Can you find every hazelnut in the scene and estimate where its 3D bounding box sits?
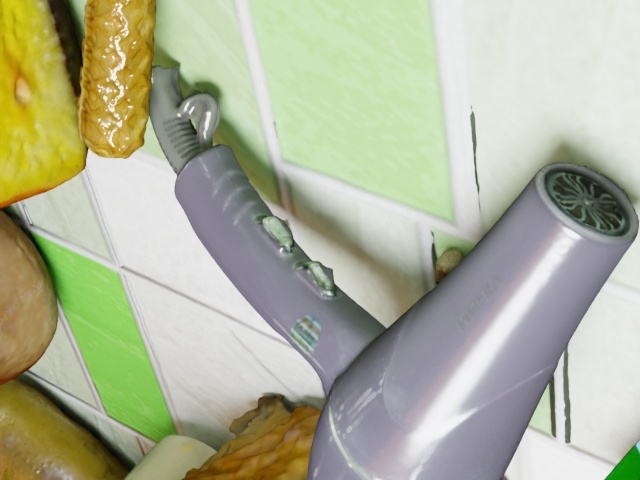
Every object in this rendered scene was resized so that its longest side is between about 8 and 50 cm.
[{"bbox_3d":[-0.357,0.050,1.176,0.214,0.176,0.214,7,132,8],"label":"hazelnut"}]

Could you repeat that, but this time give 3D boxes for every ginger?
[{"bbox_3d":[0.098,0.051,0.813,0.048,0.030,0.097,14,135,36],"label":"ginger"}]

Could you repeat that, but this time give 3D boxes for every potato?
[{"bbox_3d":[-0.331,0.264,1.450,0.369,0.176,0.195,28,105,11],"label":"potato"}]

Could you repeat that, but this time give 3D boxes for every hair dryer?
[{"bbox_3d":[0.000,0.000,0.786,0.361,0.121,0.301,45,130,20],"label":"hair dryer"}]

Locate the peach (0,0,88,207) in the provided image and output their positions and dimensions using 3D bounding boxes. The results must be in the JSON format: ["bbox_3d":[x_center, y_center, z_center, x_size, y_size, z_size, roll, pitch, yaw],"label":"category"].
[{"bbox_3d":[-0.340,-0.162,0.863,0.380,0.242,0.306,36,143,12],"label":"peach"}]

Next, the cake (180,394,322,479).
[{"bbox_3d":[0.015,0.324,0.971,0.293,0.314,0.307,-11,118,51],"label":"cake"}]

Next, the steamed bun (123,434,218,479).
[{"bbox_3d":[-0.119,0.331,1.227,0.155,0.200,0.250,9,138,41],"label":"steamed bun"}]

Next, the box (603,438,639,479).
[{"bbox_3d":[0.229,0.145,0.689,0.235,0.034,0.132,111,142,-48],"label":"box"}]

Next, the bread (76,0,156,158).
[{"bbox_3d":[-0.130,-0.124,0.810,0.052,0.044,0.157,36,127,42],"label":"bread"}]
